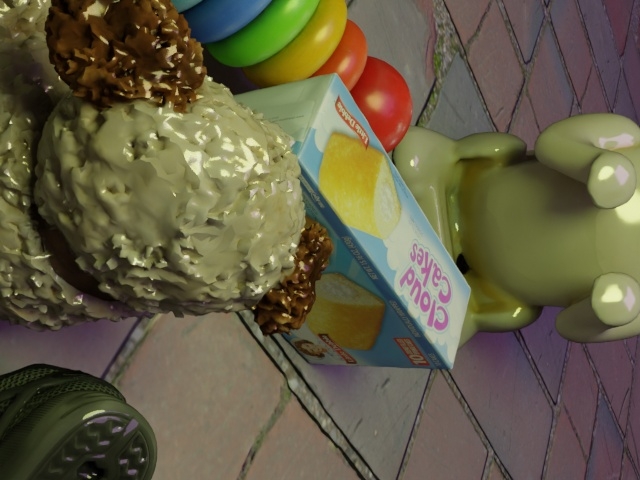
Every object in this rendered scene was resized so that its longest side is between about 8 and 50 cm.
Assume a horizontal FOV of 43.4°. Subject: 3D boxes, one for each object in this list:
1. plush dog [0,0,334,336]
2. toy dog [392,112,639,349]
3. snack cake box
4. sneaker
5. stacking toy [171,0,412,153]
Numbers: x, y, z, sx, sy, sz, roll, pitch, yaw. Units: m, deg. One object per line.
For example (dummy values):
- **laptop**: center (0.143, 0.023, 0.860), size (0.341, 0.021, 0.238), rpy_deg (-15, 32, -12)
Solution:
- **plush dog**: center (-0.114, -0.025, 0.423), size (0.262, 0.225, 0.211), rpy_deg (55, 43, -36)
- **toy dog**: center (0.348, -0.007, 0.948), size (0.395, 0.407, 0.285), rpy_deg (4, 82, -56)
- **snack cake box**: center (0.000, 0.000, 0.658), size (0.264, 0.152, 0.089), rpy_deg (52, 46, -38)
- **sneaker**: center (-0.193, 0.155, 0.414), size (0.227, 0.130, 0.087), rpy_deg (-49, 121, -13)
- **stacking toy**: center (-0.038, -0.169, 0.604), size (0.330, 0.141, 0.141), rpy_deg (40, 53, -37)
